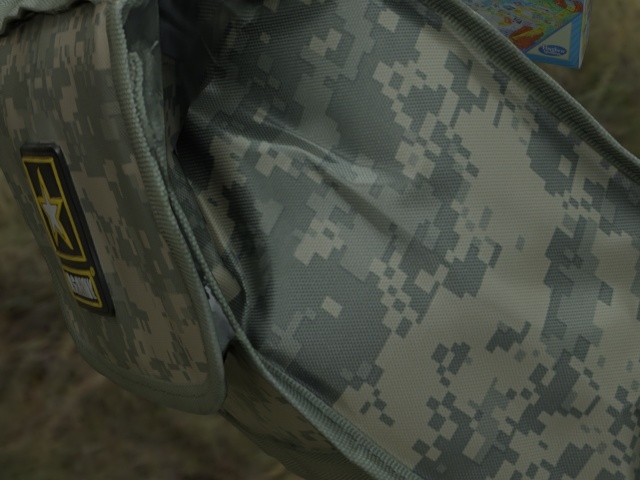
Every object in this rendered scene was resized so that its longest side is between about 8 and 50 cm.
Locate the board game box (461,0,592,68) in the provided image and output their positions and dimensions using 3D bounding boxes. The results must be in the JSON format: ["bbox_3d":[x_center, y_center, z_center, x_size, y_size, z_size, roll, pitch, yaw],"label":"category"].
[{"bbox_3d":[0.050,-0.137,0.916,0.103,0.154,0.026,88,18,-50],"label":"board game box"}]

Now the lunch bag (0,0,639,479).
[{"bbox_3d":[0.000,0.000,0.730,0.287,0.235,0.169,37,80,-17],"label":"lunch bag"}]
